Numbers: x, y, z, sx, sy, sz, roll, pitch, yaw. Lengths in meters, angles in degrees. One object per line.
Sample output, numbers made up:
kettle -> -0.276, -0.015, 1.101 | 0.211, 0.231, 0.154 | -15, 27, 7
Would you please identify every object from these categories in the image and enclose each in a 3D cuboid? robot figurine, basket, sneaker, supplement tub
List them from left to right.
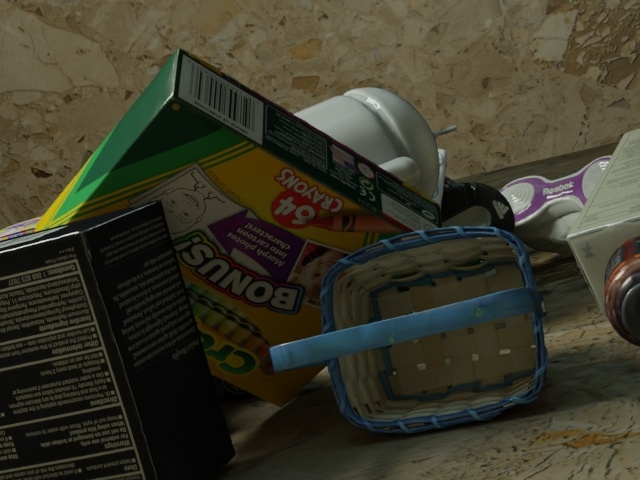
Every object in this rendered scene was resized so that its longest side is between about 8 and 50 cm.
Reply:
robot figurine -> 0.013, -0.082, 1.865 | 0.353, 0.199, 0.300 | -25, 20, -24
sneaker -> 0.081, 0.068, 2.117 | 0.448, 0.169, 0.257 | -21, -13, 0
basket -> 0.104, 0.091, 1.405 | 0.255, 0.201, 0.289 | -12, -3, 15
sneaker -> 0.418, -0.046, 2.132 | 0.305, 0.114, 0.152 | -5, -33, 41
supplement tub -> 0.364, 0.058, 1.528 | 0.106, 0.106, 0.198 | -13, 6, 14

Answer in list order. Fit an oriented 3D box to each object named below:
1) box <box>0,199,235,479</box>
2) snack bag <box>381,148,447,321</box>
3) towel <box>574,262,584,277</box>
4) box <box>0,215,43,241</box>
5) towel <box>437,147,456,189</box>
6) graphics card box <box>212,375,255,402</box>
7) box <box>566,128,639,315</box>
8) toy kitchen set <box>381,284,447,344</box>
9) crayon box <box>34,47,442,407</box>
box -> -0.285, 0.142, 1.449 | 0.296, 0.294, 0.183 | -12, 7, 23
snack bag -> 0.000, 0.000, 1.981 | 0.343, 0.037, 0.323 | 0, 55, 16
towel -> 0.569, -0.007, 1.928 | 0.312, 0.056, 0.324 | -17, 4, -44
box -> -0.385, 0.101, 2.120 | 0.177, 0.279, 0.290 | -14, 6, 3
towel -> 0.048, -0.059, 2.266 | 0.284, 0.121, 0.235 | -17, 4, -26
graphics card box -> -0.263, 0.122, 1.833 | 0.371, 0.232, 0.094 | -12, 31, 20
box -> 0.438, -0.043, 1.785 | 0.148, 0.121, 0.311 | -16, 20, 35
toy kitchen set -> 0.069, 0.047, 1.744 | 0.207, 0.166, 0.122 | -8, 45, -27
crayon box -> -0.098, 0.001, 1.575 | 0.313, 0.363, 0.106 | -46, 27, 31
